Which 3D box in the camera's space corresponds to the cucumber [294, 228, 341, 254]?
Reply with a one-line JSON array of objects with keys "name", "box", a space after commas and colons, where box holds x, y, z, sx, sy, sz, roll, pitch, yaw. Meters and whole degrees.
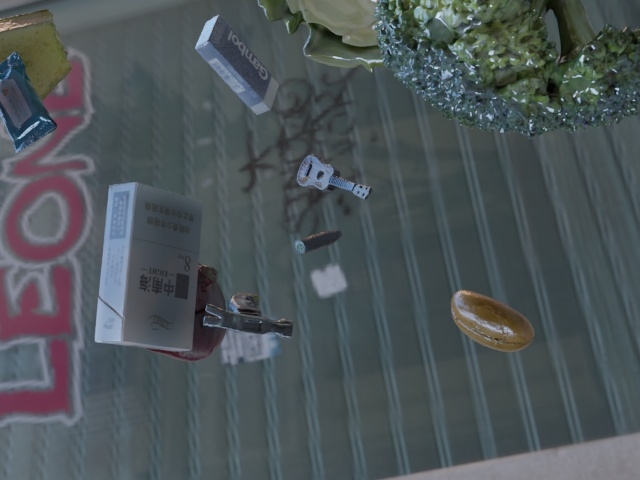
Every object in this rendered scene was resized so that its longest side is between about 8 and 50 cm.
[{"name": "cucumber", "box": [0.000, 0.000, 2.069, 0.133, 0.032, 0.032, -18, -83, -49]}]

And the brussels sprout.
[{"name": "brussels sprout", "box": [0.084, -0.540, 1.793, 0.361, 0.342, 0.425, -62, 7, -27]}]

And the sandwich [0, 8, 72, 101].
[{"name": "sandwich", "box": [-0.504, -0.325, 1.727, 0.058, 0.162, 0.193, 34, 171, 38]}]

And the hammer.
[{"name": "hammer", "box": [-0.142, 0.136, 1.943, 0.226, 0.159, 0.041, -136, 57, -78]}]

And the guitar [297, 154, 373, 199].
[{"name": "guitar", "box": [0.042, -0.143, 2.512, 0.038, 0.271, 0.083, 19, -86, -42]}]

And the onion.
[{"name": "onion", "box": [-0.291, 0.110, 2.085, 0.272, 0.195, 0.272, 32, -156, -17]}]

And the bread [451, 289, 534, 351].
[{"name": "bread", "box": [0.335, 0.165, 2.066, 0.077, 0.189, 0.114, -53, -30, -26]}]

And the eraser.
[{"name": "eraser", "box": [-0.175, -0.369, 2.196, 0.212, 0.046, 0.091, 47, -139, -33]}]

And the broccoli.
[{"name": "broccoli", "box": [0.237, -0.264, 1.265, 0.249, 0.375, 0.301, -37, -37, -52]}]

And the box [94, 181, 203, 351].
[{"name": "box", "box": [-0.261, 0.044, 1.593, 0.155, 0.067, 0.242, 17, -107, -51]}]

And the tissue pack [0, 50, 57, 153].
[{"name": "tissue pack", "box": [-0.462, -0.212, 1.588, 0.138, 0.085, 0.028, 63, -159, 11]}]
